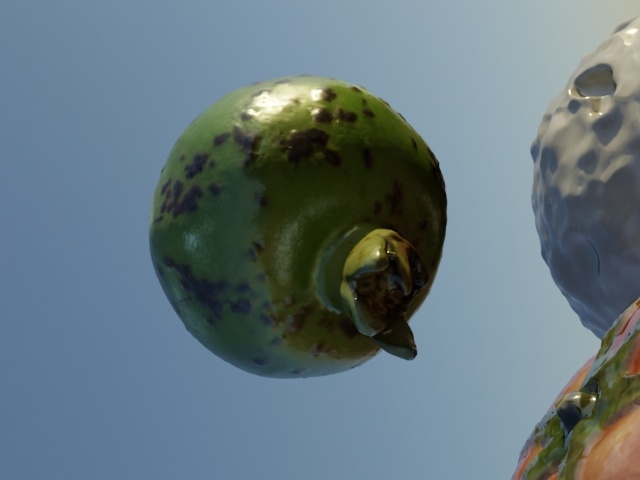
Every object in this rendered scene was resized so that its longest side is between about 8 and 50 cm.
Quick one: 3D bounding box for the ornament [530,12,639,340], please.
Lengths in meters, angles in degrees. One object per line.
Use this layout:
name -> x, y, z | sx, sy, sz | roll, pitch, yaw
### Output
ornament -> 0.331, -0.043, 0.954 | 0.337, 0.337, 0.337 | -9, -90, -72

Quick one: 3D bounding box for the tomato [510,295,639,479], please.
tomato -> 0.209, 0.142, 0.537 | 0.265, 0.265, 0.264 | -9, -90, -72

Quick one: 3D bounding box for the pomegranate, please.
pomegranate -> 0.000, 0.000, 0.801 | 0.263, 0.211, 0.211 | 32, 148, 54
